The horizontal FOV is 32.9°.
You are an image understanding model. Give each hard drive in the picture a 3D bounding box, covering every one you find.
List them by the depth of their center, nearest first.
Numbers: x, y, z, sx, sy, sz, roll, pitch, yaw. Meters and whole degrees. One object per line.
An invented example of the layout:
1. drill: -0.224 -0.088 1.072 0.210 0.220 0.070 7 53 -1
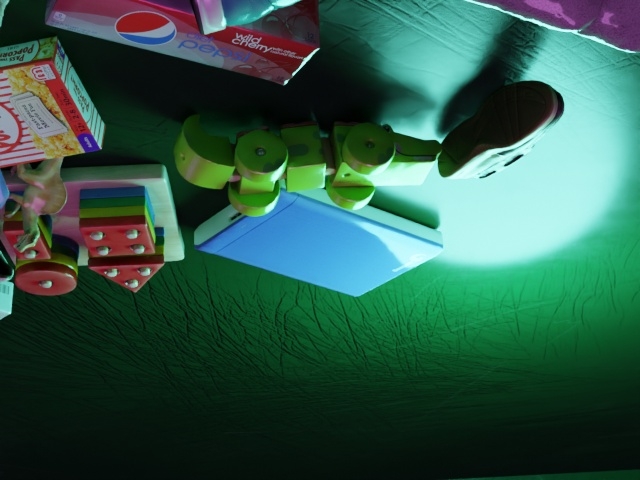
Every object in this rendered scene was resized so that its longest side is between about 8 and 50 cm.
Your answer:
1. hard drive: 0.000 0.000 1.639 0.319 0.040 0.210 18 146 -36

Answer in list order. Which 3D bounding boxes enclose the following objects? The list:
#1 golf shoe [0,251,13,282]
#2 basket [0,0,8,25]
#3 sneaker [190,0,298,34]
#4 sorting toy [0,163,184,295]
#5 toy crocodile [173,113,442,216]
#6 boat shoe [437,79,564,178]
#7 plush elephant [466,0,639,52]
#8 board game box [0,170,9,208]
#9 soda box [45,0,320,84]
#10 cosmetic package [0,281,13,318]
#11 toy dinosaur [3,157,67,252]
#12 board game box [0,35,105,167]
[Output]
1. golf shoe: -0.476 -0.011 1.472 0.086 0.069 0.176 4 137 32
2. basket: -0.514 -0.173 0.984 0.331 0.266 0.328 -20 148 26
3. sneaker: -0.043 -0.317 0.919 0.178 0.124 0.295 -14 141 -7
4. sorting toy: -0.334 -0.001 1.539 0.257 0.089 0.255 -3 154 -2
5. toy crocodile: -0.014 -0.106 1.378 0.340 0.105 0.115 -4 153 -11
6. boat shoe: 0.235 -0.135 1.367 0.073 0.080 0.223 6 158 -30
7. plush elephant: 0.260 -0.295 0.890 0.330 0.255 0.272 25 -158 14
8. board game box: -0.470 -0.094 1.363 0.133 0.033 0.168 -13 122 0
9. soda box: -0.133 -0.240 1.082 0.263 0.092 0.083 10 155 -25
10. cosmetic package: -0.611 0.077 1.692 0.099 0.060 0.239 -25 146 37
11. toy dinosaur: -0.365 -0.078 1.399 0.093 0.183 0.053 26 -169 8
12. board game box: -0.368 -0.152 1.254 0.193 0.045 0.147 -9 140 10
